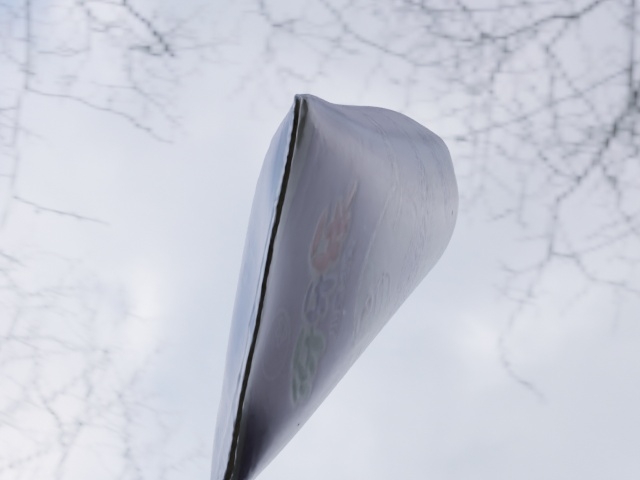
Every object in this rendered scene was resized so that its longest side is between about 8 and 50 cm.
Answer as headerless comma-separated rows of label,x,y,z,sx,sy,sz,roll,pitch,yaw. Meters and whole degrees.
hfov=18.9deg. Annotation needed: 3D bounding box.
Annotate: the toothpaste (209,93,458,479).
toothpaste,0.000,0.000,0.694,0.080,0.371,0.125,13,-82,7
